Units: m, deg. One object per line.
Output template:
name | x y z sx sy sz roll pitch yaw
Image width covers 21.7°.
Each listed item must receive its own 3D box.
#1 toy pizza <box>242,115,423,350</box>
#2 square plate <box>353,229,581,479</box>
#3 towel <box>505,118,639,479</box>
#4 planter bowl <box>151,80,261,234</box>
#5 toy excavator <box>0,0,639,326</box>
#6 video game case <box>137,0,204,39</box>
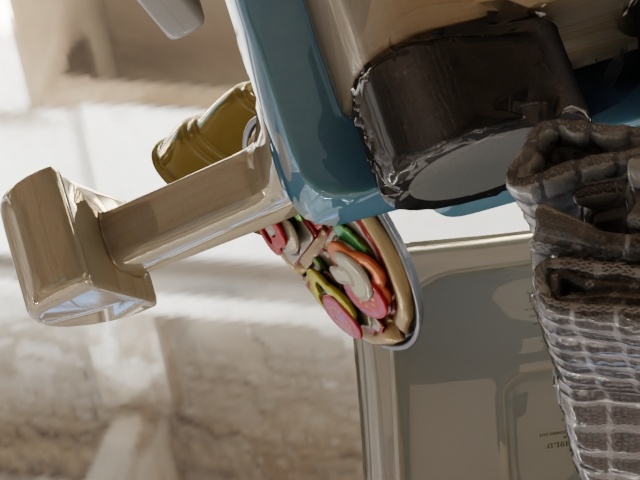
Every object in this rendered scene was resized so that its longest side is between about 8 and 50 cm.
toy pizza | 0.000 0.000 1.207 0.032 0.201 0.201 -34 -137 -21
square plate | 0.184 0.144 1.217 0.347 0.049 0.344 -8 -108 19
towel | 0.230 0.044 0.733 0.283 0.235 0.121 4 -109 17
planter bowl | -0.034 -0.084 1.489 0.217 0.090 0.217 18 -158 -7
toy excavator | 0.025 -0.080 0.963 0.433 0.445 0.222 -16 -106 -10
video game case | -0.124 -0.214 0.771 0.023 0.183 0.201 -27 -131 13
